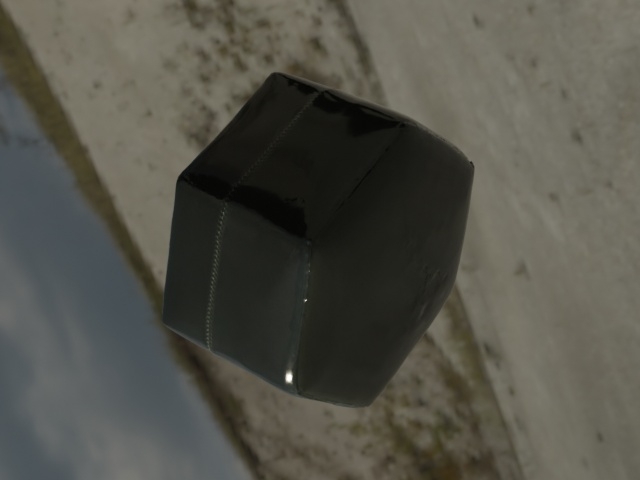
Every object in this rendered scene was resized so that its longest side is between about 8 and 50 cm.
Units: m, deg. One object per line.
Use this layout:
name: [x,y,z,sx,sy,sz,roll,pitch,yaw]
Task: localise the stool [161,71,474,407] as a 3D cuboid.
stool: [0.000,0.000,1.029,0.141,0.232,0.232,26,159,29]
